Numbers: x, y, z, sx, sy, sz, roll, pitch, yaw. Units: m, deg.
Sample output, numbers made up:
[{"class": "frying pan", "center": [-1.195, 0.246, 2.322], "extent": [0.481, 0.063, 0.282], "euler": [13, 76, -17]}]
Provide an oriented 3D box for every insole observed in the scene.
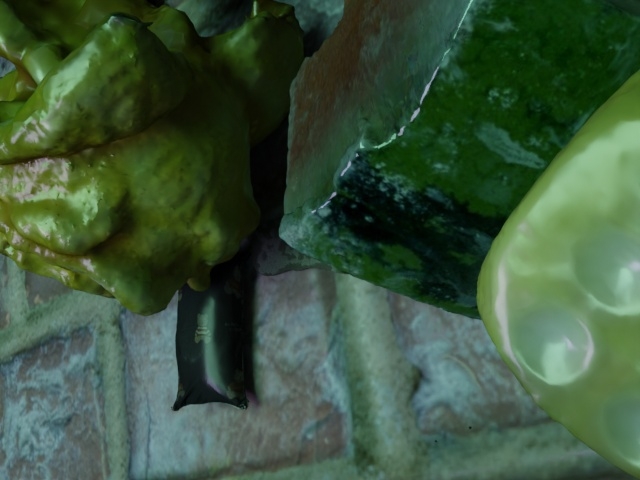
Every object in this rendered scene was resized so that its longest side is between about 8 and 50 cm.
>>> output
[{"class": "insole", "center": [0.000, 0.000, 0.892], "extent": [0.193, 0.006, 0.065], "euler": [-10, 79, 48]}]

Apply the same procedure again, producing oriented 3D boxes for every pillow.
[{"class": "pillow", "center": [-0.105, 0.086, 0.972], "extent": [0.090, 0.048, 0.150], "euler": [-12, 75, 53]}]

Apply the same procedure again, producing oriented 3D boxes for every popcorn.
[{"class": "popcorn", "center": [-0.185, -0.092, 0.869], "extent": [0.325, 0.321, 0.290], "euler": [179, 103, -72]}]

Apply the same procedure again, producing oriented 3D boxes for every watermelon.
[{"class": "watermelon", "center": [0.076, -0.109, 0.696], "extent": [0.264, 0.151, 0.302], "euler": [-58, 45, 39]}]

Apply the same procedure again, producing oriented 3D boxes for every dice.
[{"class": "dice", "center": [0.194, 0.011, 0.512], "extent": [0.166, 0.169, 0.169], "euler": [43, 120, 17]}]

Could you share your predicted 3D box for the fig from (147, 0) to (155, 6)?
[{"class": "fig", "center": [-0.252, -0.255, 1.138], "extent": [0.154, 0.103, 0.109], "euler": [-12, 55, 39]}]

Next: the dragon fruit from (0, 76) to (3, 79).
[{"class": "dragon fruit", "center": [-0.346, -0.143, 1.254], "extent": [0.102, 0.096, 0.147], "euler": [26, 137, 57]}]
